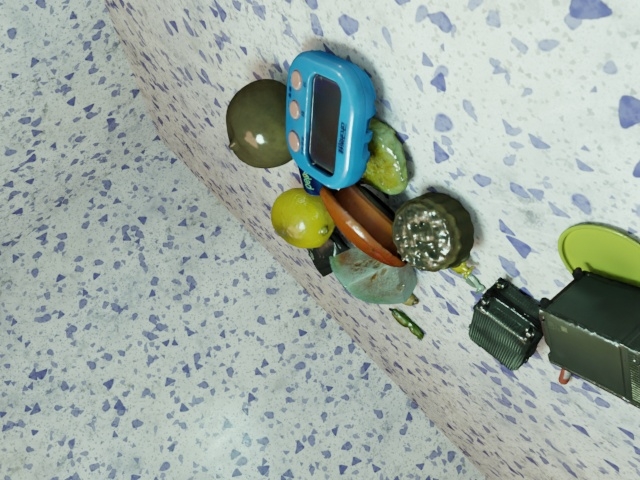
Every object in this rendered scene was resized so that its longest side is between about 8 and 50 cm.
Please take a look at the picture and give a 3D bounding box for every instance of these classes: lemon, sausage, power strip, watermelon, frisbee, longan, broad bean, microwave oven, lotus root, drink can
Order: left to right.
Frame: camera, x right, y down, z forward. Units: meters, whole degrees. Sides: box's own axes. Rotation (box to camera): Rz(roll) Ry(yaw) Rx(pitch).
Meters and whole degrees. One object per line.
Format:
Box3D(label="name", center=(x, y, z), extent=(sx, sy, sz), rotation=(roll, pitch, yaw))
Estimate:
Box3D(label="longan", center=(-0.178, -0.378, 1.647), extent=(0.297, 0.297, 0.297), rotation=(43, 163, 17))
Box3D(label="lemon", center=(-0.073, -0.095, 2.075), extent=(0.261, 0.260, 0.284), rotation=(54, 167, -21))
Box3D(label="drink can", center=(-0.022, -0.258, 1.804), extent=(0.118, 0.118, 0.205), rotation=(39, 162, 28))
Box3D(label="watermelon", center=(0.228, 0.086, 1.827), extent=(0.258, 0.387, 0.229), rotation=(-54, 46, 33))
Box3D(label="lotus root", center=(0.342, 0.230, 2.096), extent=(0.151, 0.063, 0.072), rotation=(27, 164, 42))
Box3D(label="broad bean", center=(0.398, 0.380, 2.317), extent=(0.213, 0.048, 0.070), rotation=(45, 163, 1))
Box3D(label="power strip", center=(0.479, 0.136, 1.587), extent=(0.083, 0.035, 0.055), rotation=(44, 163, 21))
Box3D(label="sausage", center=(0.733, 0.375, 1.491), extent=(0.034, 0.034, 0.253), rotation=(36, 159, 36))
Box3D(label="frisbee", center=(0.620, 0.054, 1.073), extent=(0.236, 0.017, 0.236), rotation=(43, 163, 17))
Box3D(label="microwave oven", center=(0.619, 0.192, 1.047), extent=(0.247, 0.188, 0.178), rotation=(29, 150, 56))

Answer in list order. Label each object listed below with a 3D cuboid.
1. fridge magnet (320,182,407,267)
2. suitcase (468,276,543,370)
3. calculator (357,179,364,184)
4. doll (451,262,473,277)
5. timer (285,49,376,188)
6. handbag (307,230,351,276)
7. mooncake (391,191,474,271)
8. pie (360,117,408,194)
Box3D(label="fridge magnet", center=(0.148, -0.058, 1.590), extent=(0.363, 0.155, 0.364), rotation=(41, -168, -10))
Box3D(label="suitcase", center=(0.556, 0.253, 1.488), extent=(0.202, 0.128, 0.312), rotation=(39, 161, 28))
Box3D(label="calculator", center=(0.073, -0.212, 1.678), extent=(0.126, 0.034, 0.190), rotation=(10, -179, -37))
Box3D(label="doll", center=(0.379, 0.043, 1.539), extent=(0.188, 0.096, 0.145), rotation=(39, 170, -6))
Box3D(label="timer", center=(0.022, -0.328, 1.371), extent=(0.309, 0.115, 0.340), rotation=(40, 137, 41))
Box3D(label="handbag", center=(0.000, 0.000, 2.317), extent=(0.288, 0.152, 0.342), rotation=(57, 163, 10))
Box3D(label="mooncake", center=(0.306, -0.019, 1.391), extent=(0.228, 0.124, 0.229), rotation=(19, 116, 45))
Box3D(label="pie", center=(0.155, -0.251, 1.462), extent=(0.277, 0.078, 0.277), rotation=(40, 159, 19))
